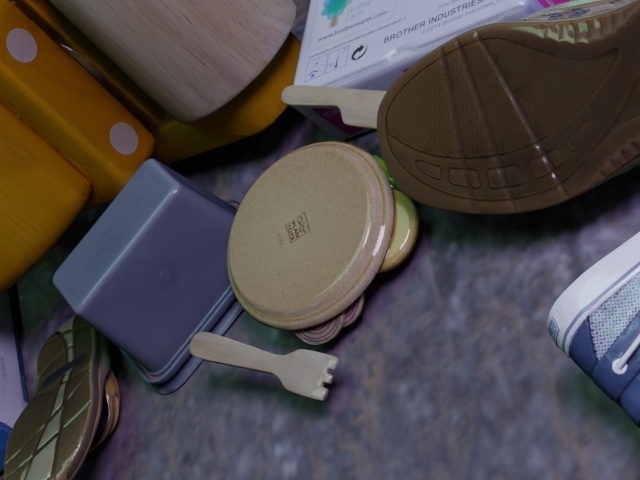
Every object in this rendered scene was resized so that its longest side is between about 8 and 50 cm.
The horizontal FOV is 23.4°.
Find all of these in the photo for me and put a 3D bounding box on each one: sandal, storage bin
[{"bbox_3d":[-0.163,0.111,1.038,0.072,0.049,0.180,-31,27,18],"label":"sandal"},{"bbox_3d":[-0.107,0.013,1.017,0.135,0.091,0.098,-50,37,1],"label":"storage bin"}]

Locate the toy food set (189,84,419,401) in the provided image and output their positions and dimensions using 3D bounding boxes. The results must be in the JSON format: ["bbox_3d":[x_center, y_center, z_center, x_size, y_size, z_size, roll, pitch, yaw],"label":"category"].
[{"bbox_3d":[0.000,0.000,0.947,0.132,0.038,0.192,12,77,40],"label":"toy food set"}]

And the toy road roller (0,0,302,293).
[{"bbox_3d":[-0.192,-0.093,1.063,0.330,0.202,0.240,-16,39,47],"label":"toy road roller"}]

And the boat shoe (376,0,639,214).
[{"bbox_3d":[0.159,-0.082,0.826,0.285,0.089,0.104,-14,93,37],"label":"boat shoe"}]

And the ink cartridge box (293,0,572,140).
[{"bbox_3d":[0.087,-0.228,1.033,0.186,0.065,0.311,-18,51,38],"label":"ink cartridge box"}]

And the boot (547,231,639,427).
[{"bbox_3d":[0.204,0.012,0.725,0.190,0.069,0.086,-43,59,7],"label":"boot"}]

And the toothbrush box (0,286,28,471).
[{"bbox_3d":[-0.368,0.138,1.161,0.295,0.126,0.216,-40,39,15],"label":"toothbrush box"}]
